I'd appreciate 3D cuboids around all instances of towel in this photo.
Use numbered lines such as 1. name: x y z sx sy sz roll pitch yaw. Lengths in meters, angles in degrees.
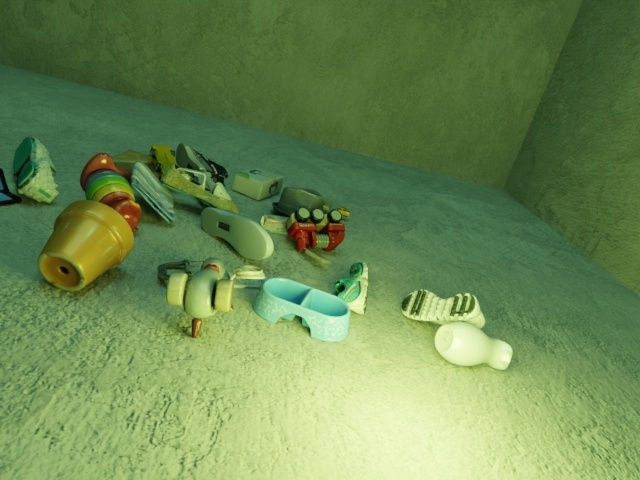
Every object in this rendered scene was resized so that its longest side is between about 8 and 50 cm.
1. towel: -0.621 -0.186 1.865 0.209 0.034 0.285 51 2 -28

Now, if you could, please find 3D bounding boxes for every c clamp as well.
1. c clamp: -0.419 0.084 1.501 0.137 0.022 0.160 -1 18 -12

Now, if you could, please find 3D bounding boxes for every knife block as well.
1. knife block: -0.747 -0.310 2.167 0.242 0.088 0.275 15 21 -1

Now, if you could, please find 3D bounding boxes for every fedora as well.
1. fedora: -0.075 -0.165 2.187 0.244 0.124 0.276 2 17 -46

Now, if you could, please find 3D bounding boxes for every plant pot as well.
1. plant pot: -0.636 0.027 1.328 0.205 0.205 0.187 16 38 0

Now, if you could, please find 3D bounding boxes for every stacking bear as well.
1. stacking bear: -0.701 -0.138 1.705 0.289 0.164 0.175 48 0 36

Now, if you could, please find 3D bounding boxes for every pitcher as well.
1. pitcher: 0.432 0.306 1.487 0.207 0.125 0.178 18 -1 -23

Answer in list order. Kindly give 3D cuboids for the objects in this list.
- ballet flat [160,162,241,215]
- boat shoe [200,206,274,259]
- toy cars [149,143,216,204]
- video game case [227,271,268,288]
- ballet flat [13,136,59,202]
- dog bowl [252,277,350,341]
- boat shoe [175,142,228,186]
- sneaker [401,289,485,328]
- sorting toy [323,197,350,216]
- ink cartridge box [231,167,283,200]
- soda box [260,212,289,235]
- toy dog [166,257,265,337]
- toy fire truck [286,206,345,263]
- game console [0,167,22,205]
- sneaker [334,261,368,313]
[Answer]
1. ballet flat: -0.454 -0.199 1.972 0.349 0.123 0.123 27 21 -7
2. boat shoe: -0.265 -0.031 1.800 0.367 0.135 0.157 21 17 38
3. toy cars: -0.576 -0.261 2.123 0.394 0.087 0.176 33 37 -1
4. video game case: -0.226 0.126 1.584 0.122 0.011 0.087 5 24 -26
5. ballet flat: -1.025 -0.244 1.809 0.147 0.146 0.409 2 29 -32
6. dog bowl: -0.049 0.194 1.461 0.298 0.073 0.166 19 22 8
7. boat shoe: -0.564 -0.349 2.372 0.158 0.127 0.340 6 31 -40
8. sneaker: 0.383 0.229 1.586 0.292 0.110 0.118 2 -33 49
9. sorting toy: -0.003 -0.190 2.411 0.308 0.041 0.229 16 14 1
10. ink cartridge box: -0.296 -0.273 2.387 0.155 0.093 0.212 23 21 18
11. soda box: -0.146 -0.060 2.021 0.183 0.058 0.063 9 23 -18
12. toy dog: -0.305 0.151 1.346 0.220 0.160 0.334 13 8 14
13. toy fire truck: 0.000 0.000 1.907 0.217 0.158 0.246 3 64 -28
14. game console: -1.069 -0.172 1.622 0.124 0.085 0.144 25 24 21
15. sneaker: 0.103 0.144 1.657 0.110 0.106 0.275 7 21 4
